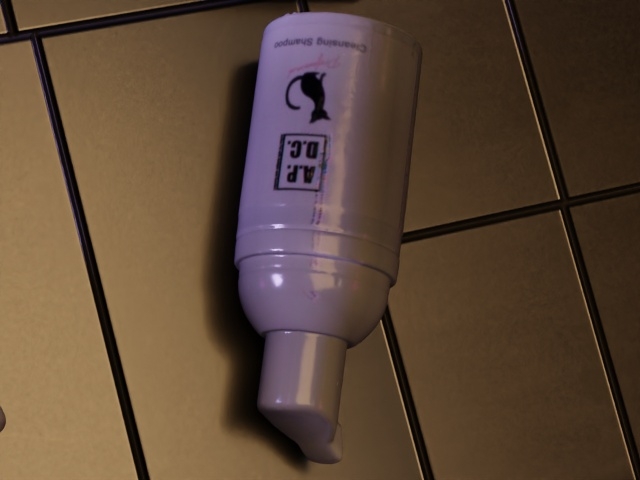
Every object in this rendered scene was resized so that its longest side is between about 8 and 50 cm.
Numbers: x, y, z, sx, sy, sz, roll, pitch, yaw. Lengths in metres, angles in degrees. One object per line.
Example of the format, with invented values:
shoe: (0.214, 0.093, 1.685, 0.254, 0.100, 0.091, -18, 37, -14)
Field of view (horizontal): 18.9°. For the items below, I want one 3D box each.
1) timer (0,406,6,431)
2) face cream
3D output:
timer: (-0.380, 0.117, 1.479, 0.194, 0.192, 0.195, -30, 88, -20)
face cream: (0.000, 0.000, 1.647, 0.145, 0.145, 0.369, 10, 74, -15)
